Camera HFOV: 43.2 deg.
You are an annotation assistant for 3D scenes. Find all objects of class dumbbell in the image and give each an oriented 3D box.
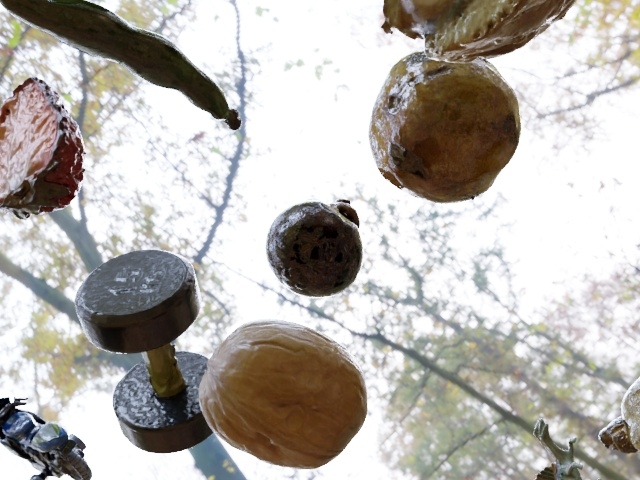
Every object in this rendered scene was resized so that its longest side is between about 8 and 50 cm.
[{"bbox_3d":[-0.288,0.195,1.413,0.204,0.204,0.322,-25,-52,-23],"label":"dumbbell"}]

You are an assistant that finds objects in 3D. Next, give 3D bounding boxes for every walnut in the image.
[{"bbox_3d":[-0.048,0.203,1.075,0.226,0.193,0.193,21,-74,-12],"label":"walnut"}]

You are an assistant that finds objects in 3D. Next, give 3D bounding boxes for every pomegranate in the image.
[{"bbox_3d":[0.218,-0.206,1.436,0.281,0.281,0.281,-20,-52,-27],"label":"pomegranate"}]

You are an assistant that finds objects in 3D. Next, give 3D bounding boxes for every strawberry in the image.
[{"bbox_3d":[-0.431,-0.140,1.274,0.190,0.236,0.111,-24,-32,26],"label":"strawberry"}]

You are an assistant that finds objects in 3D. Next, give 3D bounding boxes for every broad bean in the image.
[{"bbox_3d":[-0.178,-0.184,0.805,0.060,0.043,0.297,-25,-35,37],"label":"broad bean"}]

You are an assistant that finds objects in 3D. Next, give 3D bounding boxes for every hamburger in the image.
[{"bbox_3d":[0.221,-0.332,0.836,0.209,0.162,0.330,-8,-51,-56],"label":"hamburger"}]

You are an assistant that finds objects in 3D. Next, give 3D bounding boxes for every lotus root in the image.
[{"bbox_3d":[0.618,0.272,1.350,0.151,0.169,0.342,25,-52,-24],"label":"lotus root"}]

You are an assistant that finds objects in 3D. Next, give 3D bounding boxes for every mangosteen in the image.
[{"bbox_3d":[0.000,0.000,1.793,0.265,0.228,0.228,-56,-36,-37],"label":"mangosteen"}]

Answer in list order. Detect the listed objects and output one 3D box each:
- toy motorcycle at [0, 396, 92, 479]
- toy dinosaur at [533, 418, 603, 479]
[{"bbox_3d":[-0.434,0.303,1.230,0.092,0.254,0.135,-49,-58,-33],"label":"toy motorcycle"},{"bbox_3d":[0.315,0.317,1.011,0.044,0.106,0.187,-31,-67,-37],"label":"toy dinosaur"}]
